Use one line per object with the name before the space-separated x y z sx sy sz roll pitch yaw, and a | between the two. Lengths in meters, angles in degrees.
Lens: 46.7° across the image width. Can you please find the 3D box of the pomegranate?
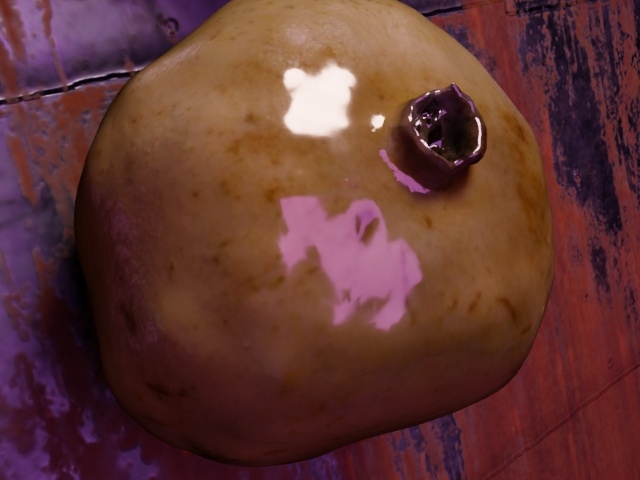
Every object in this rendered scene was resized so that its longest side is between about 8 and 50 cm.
pomegranate | 0.000 0.000 0.510 0.332 0.332 0.332 -1 92 -35
